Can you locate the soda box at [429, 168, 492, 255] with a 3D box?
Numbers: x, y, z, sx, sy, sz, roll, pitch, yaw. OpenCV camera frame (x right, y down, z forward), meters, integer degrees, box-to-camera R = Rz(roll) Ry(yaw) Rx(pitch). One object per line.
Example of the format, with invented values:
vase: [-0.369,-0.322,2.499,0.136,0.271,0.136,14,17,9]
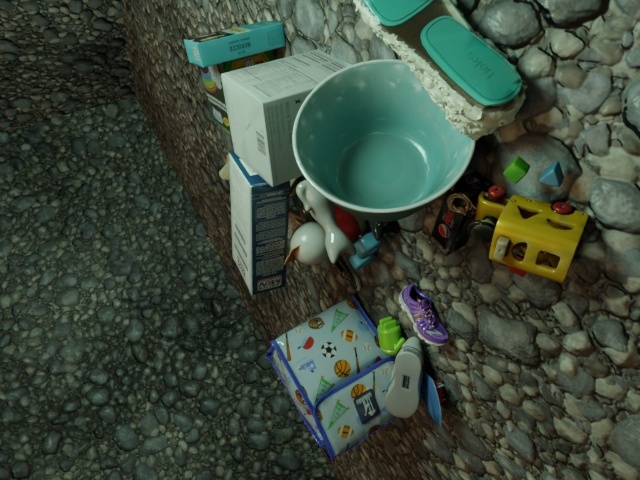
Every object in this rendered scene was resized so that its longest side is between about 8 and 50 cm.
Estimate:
soda box: [0.265,-0.051,0.870,0.053,0.060,0.169,48,150,31]

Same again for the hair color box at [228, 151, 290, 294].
hair color box: [-0.163,-0.045,1.193,0.174,0.105,0.348,54,147,43]

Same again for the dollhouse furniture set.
dollhouse furniture set: [-0.189,-0.069,1.460,0.303,0.174,0.356,25,140,5]

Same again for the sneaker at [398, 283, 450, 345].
sneaker: [0.254,0.181,1.111,0.170,0.068,0.071,54,148,25]

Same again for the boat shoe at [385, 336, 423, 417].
boat shoe: [0.241,0.387,1.281,0.096,0.088,0.268,10,122,21]

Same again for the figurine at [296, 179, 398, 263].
figurine: [0.067,-0.073,1.072,0.210,0.214,0.092,65,158,-4]

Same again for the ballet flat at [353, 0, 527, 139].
ballet flat: [0.162,-0.326,0.738,0.409,0.146,0.147,59,155,14]

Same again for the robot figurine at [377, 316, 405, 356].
robot figurine: [0.200,0.278,1.302,0.101,0.066,0.115,-148,45,-66]

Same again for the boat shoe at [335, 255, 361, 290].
boat shoe: [0.078,0.098,1.419,0.142,0.040,0.049,62,156,8]

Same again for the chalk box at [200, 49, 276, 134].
chalk box: [-0.237,-0.442,1.384,0.180,0.179,0.289,42,148,40]

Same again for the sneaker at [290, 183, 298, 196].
sneaker: [-0.097,-0.223,1.425,0.094,0.081,0.209,34,143,40]

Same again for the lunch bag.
lunch bag: [0.064,0.419,1.410,0.386,0.327,0.239,58,159,18]

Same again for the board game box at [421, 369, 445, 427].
board game box: [0.314,0.424,1.242,0.168,0.033,0.134,-156,56,-85]

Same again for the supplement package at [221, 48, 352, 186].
supplement package: [-0.055,-0.290,1.046,0.198,0.262,0.200,43,148,40]

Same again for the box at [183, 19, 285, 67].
box: [-0.222,-0.520,1.192,0.100,0.244,0.060,37,144,46]

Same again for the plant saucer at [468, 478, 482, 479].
plant saucer: [0.470,0.721,1.229,0.168,0.029,0.169,47,151,37]

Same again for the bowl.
bowl: [0.113,-0.160,0.845,0.312,0.311,0.163,55,174,21]

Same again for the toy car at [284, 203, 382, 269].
toy car: [0.000,0.000,1.210,0.219,0.237,0.210,56,168,15]

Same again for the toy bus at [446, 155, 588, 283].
toy bus: [0.307,-0.010,0.719,0.191,0.104,0.202,50,141,-5]
